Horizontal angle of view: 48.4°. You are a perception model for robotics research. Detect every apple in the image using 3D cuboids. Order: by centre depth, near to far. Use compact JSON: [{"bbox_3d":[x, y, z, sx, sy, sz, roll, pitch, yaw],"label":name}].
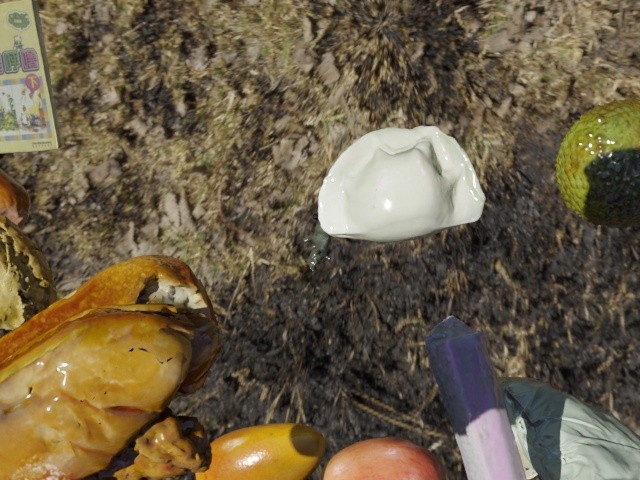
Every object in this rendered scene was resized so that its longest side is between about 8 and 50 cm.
[{"bbox_3d":[0.148,0.687,1.827,0.363,0.364,0.364,1,107,5],"label":"apple"}]

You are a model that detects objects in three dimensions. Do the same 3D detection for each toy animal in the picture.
[{"bbox_3d":[0.000,0.000,1.447,0.047,0.136,0.065,32,152,-27],"label":"toy animal"}]

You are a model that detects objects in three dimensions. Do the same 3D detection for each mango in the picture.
[{"bbox_3d":[-0.084,0.323,1.007,0.217,0.102,0.141,-30,116,21],"label":"mango"}]

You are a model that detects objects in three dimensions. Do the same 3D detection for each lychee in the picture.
[{"bbox_3d":[0.602,-0.152,1.403,0.269,0.320,0.270,-5,70,13],"label":"lychee"}]

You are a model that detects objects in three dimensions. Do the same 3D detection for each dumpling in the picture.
[{"bbox_3d":[0.116,-0.087,1.090,0.251,0.131,0.180,-11,85,8],"label":"dumpling"}]

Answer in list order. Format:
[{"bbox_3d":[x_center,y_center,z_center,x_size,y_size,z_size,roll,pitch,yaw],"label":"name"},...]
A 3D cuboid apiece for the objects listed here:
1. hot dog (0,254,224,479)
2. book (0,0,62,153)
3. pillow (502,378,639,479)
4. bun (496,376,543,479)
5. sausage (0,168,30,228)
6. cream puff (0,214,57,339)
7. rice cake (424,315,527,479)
[{"bbox_3d":[-0.201,0.139,0.426,0.348,0.158,0.117,-32,106,8],"label":"hot dog"},{"bbox_3d":[-0.429,-0.211,0.947,0.167,0.013,0.193,0,104,21],"label":"book"},{"bbox_3d":[0.428,0.348,1.113,0.283,0.310,0.138,28,104,-22],"label":"pillow"},{"bbox_3d":[0.370,0.348,1.298,0.127,0.178,0.193,-4,77,45],"label":"bun"},{"bbox_3d":[-0.538,-0.079,1.099,0.274,0.105,0.105,29,112,37],"label":"sausage"},{"bbox_3d":[-0.259,0.036,0.530,0.133,0.104,0.120,-6,88,8],"label":"cream puff"},{"bbox_3d":[0.213,0.272,0.888,0.072,0.056,0.365,-10,81,-33],"label":"rice cake"}]
